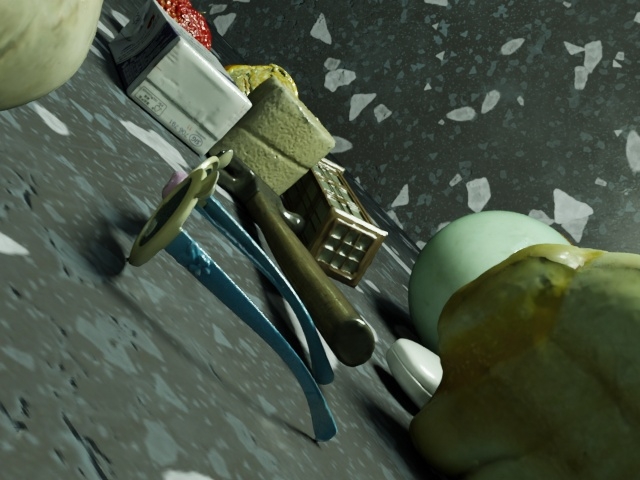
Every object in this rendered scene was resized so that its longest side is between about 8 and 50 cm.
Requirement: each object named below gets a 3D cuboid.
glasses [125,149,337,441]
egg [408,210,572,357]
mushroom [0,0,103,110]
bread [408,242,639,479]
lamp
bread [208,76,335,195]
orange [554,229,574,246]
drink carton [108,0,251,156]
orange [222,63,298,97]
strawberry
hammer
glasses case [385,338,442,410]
[{"bbox_3d":[-0.067,0.050,0.664,0.190,0.088,0.221,-103,169,-79],"label":"glasses"},{"bbox_3d":[0.282,0.097,1.357,0.276,0.276,0.389,50,5,27],"label":"egg"},{"bbox_3d":[-0.214,-0.208,0.481,0.260,0.234,0.254,44,11,-15],"label":"mushroom"},{"bbox_3d":[0.258,0.169,0.824,0.341,0.300,0.210,44,5,22],"label":"bread"},{"bbox_3d":[0.005,-0.045,1.251,0.090,0.089,0.325,26,14,-17],"label":"lamp"},{"bbox_3d":[-0.072,-0.139,1.224,0.134,0.141,0.148,47,8,-15],"label":"bread"},{"bbox_3d":[0.392,0.118,1.756,0.322,0.322,0.357,48,18,18],"label":"orange"},{"bbox_3d":[-0.194,-0.226,1.175,0.134,0.102,0.222,38,11,-33],"label":"drink carton"},{"bbox_3d":[-0.112,-0.214,1.381,0.156,0.156,0.134,-113,-166,-70],"label":"orange"},{"bbox_3d":[-0.242,-0.327,1.432,0.131,0.131,0.148,35,54,-55],"label":"strawberry"},{"bbox_3d":[-0.029,0.011,0.929,0.168,0.044,0.440,42,4,-27],"label":"hammer"},{"bbox_3d":[0.160,0.193,1.021,0.233,0.059,0.092,40,8,-33],"label":"glasses case"}]
